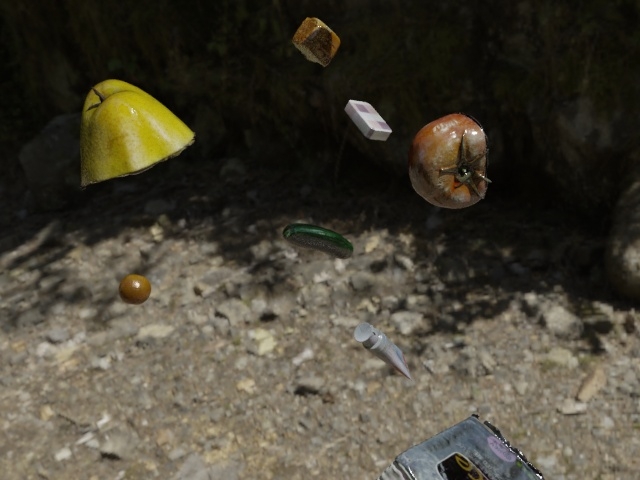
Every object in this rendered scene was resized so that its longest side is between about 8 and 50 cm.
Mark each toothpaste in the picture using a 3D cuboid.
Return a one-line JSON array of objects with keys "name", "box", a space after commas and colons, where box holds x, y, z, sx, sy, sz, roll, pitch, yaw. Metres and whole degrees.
[{"name": "toothpaste", "box": [0.167, 0.276, 2.101, 0.057, 0.234, 0.089, -32, 46, 19]}]

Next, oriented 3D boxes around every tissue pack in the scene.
[{"name": "tissue pack", "box": [0.277, 0.472, 1.524, 0.259, 0.122, 0.361, 44, 23, 25]}]

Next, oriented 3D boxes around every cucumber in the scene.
[{"name": "cucumber", "box": [0.000, 0.000, 1.740, 0.056, 0.056, 0.284, 3, -8, 30]}]

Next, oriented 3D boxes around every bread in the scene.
[{"name": "bread", "box": [-0.007, -0.414, 1.742, 0.070, 0.083, 0.077, -55, 39, -1]}]

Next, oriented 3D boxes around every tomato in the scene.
[{"name": "tomato", "box": [0.279, -0.172, 1.912, 0.155, 0.214, 0.181, -19, 28, -18]}]

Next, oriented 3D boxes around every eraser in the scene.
[{"name": "eraser", "box": [0.099, -0.251, 1.744, 0.065, 0.026, 0.105, 3, 41, -42]}]

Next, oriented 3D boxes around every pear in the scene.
[{"name": "pear", "box": [-0.383, -0.226, 1.620, 0.267, 0.178, 0.267, -19, 17, 6]}]

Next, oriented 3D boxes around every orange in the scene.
[{"name": "orange", "box": [-0.452, 0.119, 2.031, 0.085, 0.085, 0.085, -11, 27, 6]}]
